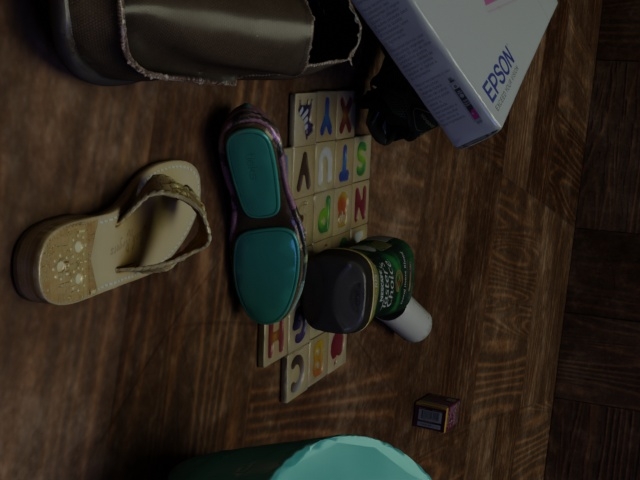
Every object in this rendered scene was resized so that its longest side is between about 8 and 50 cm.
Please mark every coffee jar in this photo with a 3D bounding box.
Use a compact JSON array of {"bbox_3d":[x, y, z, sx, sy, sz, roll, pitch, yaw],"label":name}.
[{"bbox_3d":[0.046,0.050,1.138,0.184,0.079,0.096,-15,110,-65],"label":"coffee jar"}]

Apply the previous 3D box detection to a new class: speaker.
[{"bbox_3d":[0.114,0.101,1.370,0.136,0.055,0.055,41,58,-63],"label":"speaker"}]

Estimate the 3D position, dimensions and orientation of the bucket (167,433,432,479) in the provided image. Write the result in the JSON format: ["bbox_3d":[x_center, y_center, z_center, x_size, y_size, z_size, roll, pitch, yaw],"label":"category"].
[{"bbox_3d":[-0.020,0.293,0.801,0.281,0.183,0.281,17,62,-35],"label":"bucket"}]

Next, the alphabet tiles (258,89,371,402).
[{"bbox_3d":[0.000,0.000,1.133,0.285,0.011,0.342,-21,115,-65],"label":"alphabet tiles"}]

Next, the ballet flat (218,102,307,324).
[{"bbox_3d":[-0.053,-0.028,0.938,0.079,0.077,0.221,-83,167,-60],"label":"ballet flat"}]

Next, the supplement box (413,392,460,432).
[{"bbox_3d":[0.189,0.279,1.596,0.083,0.055,0.043,-4,102,-66],"label":"supplement box"}]

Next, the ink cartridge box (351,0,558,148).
[{"bbox_3d":[0.128,-0.317,1.080,0.330,0.071,0.324,52,41,-20],"label":"ink cartridge box"}]

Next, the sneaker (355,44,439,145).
[{"bbox_3d":[0.092,-0.203,1.195,0.087,0.130,0.227,38,24,-41],"label":"sneaker"}]

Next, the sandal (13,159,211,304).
[{"bbox_3d":[-0.124,-0.002,0.753,0.240,0.079,0.088,-34,127,-61],"label":"sandal"}]

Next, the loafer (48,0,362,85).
[{"bbox_3d":[-0.069,-0.189,0.767,0.366,0.130,0.133,-24,118,-64],"label":"loafer"}]
